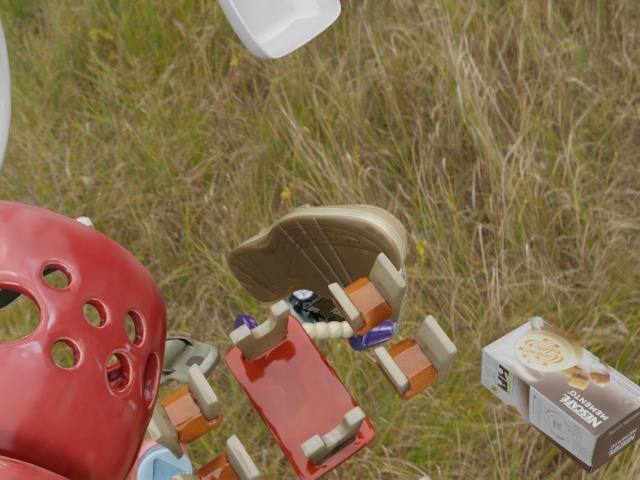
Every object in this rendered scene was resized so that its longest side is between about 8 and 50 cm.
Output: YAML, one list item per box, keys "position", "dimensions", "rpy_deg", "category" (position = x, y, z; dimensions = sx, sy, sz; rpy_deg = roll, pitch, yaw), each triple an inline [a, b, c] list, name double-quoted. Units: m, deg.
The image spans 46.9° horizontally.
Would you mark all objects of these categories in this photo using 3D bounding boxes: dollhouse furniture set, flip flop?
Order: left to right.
- position: [-0.303, 0.235, 1.479]
  dimensions: [0.277, 0.080, 0.112]
  rpy_deg: [-7, 48, 51]
  category: "flip flop"
- position: [0.009, 0.185, 0.677]
  dimensions: [0.262, 0.135, 0.259]
  rpy_deg: [-30, 66, -13]
  category: "dollhouse furniture set"

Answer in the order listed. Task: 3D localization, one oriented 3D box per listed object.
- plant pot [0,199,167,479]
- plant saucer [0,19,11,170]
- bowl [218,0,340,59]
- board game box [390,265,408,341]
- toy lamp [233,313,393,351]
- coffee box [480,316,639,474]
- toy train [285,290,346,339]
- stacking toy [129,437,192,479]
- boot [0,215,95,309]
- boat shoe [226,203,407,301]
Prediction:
- position: [-0.191, 0.101, 0.412]
  dimensions: [0.191, 0.191, 0.174]
  rpy_deg: [-12, 47, 12]
  category: "plant pot"
- position: [-0.473, -0.182, 0.773]
  dimensions: [0.101, 0.400, 0.400]
  rpy_deg: [1, 63, 6]
  category: "plant saucer"
- position: [-0.060, -0.286, 0.840]
  dimensions: [0.142, 0.142, 0.053]
  rpy_deg: [-42, 24, -30]
  category: "bowl"
- position: [0.148, 0.124, 1.502]
  dimensions: [0.039, 0.259, 0.124]
  rpy_deg: [10, 75, 15]
  category: "board game box"
- position: [-0.006, 0.155, 1.252]
  dimensions: [0.275, 0.080, 0.080]
  rpy_deg: [-1, 56, -22]
  category: "toy lamp"
- position: [0.409, 0.254, 1.248]
  dimensions: [0.141, 0.098, 0.246]
  rpy_deg: [-24, 40, -23]
  category: "coffee box"
- position: [0.005, 0.085, 1.484]
  dimensions: [0.142, 0.334, 0.190]
  rpy_deg: [-37, 66, 11]
  category: "toy train"
- position: [-0.447, 0.624, 1.753]
  dimensions: [0.309, 0.279, 0.130]
  rpy_deg: [-9, 14, -19]
  category: "stacking toy"
- position: [-0.563, -0.003, 1.375]
  dimensions: [0.176, 0.088, 0.244]
  rpy_deg: [39, 58, 19]
  category: "boot"
- position: [0.000, 0.000, 0.933]
  dimensions: [0.110, 0.121, 0.341]
  rpy_deg: [-40, 17, -31]
  category: "boat shoe"
